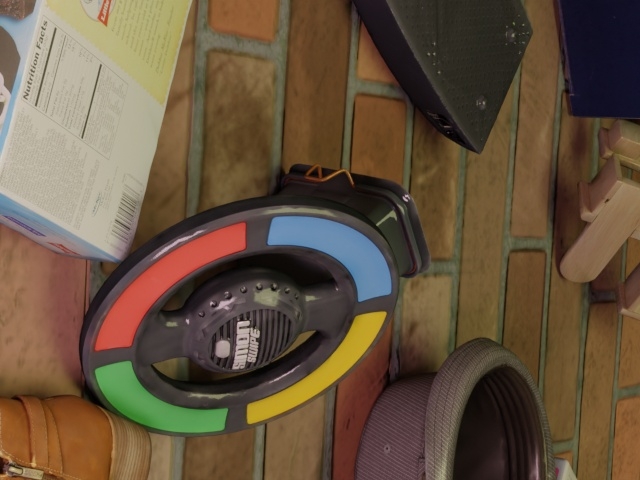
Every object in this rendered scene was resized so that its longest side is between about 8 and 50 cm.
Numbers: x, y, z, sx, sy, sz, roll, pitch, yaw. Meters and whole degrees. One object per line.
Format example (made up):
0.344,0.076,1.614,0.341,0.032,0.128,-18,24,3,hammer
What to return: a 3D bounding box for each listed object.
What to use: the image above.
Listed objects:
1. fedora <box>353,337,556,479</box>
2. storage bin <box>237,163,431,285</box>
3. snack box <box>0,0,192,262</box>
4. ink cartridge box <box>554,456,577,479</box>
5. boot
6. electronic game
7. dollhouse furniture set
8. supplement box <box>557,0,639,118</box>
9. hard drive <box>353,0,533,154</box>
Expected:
0.114,0.227,1.327,0.243,0.124,0.276,-4,89,-57,fedora
0.000,0.000,1.141,0.091,0.135,0.098,-40,126,-34,storage bin
-0.144,-0.163,0.931,0.187,0.060,0.322,42,59,-68,snack box
0.210,0.393,1.515,0.186,0.065,0.311,56,45,-53,ink cartridge box
-0.180,0.196,0.955,0.152,0.073,0.197,24,62,-55,boot
-0.053,0.057,1.027,0.229,0.229,0.048,43,16,-48,electronic game
0.409,-0.081,1.739,0.303,0.174,0.356,19,42,-14,dollhouse furniture set
0.424,-0.287,1.649,0.356,0.195,0.194,-38,125,-45,supplement box
0.105,-0.215,1.322,0.255,0.054,0.172,53,53,-44,hard drive
